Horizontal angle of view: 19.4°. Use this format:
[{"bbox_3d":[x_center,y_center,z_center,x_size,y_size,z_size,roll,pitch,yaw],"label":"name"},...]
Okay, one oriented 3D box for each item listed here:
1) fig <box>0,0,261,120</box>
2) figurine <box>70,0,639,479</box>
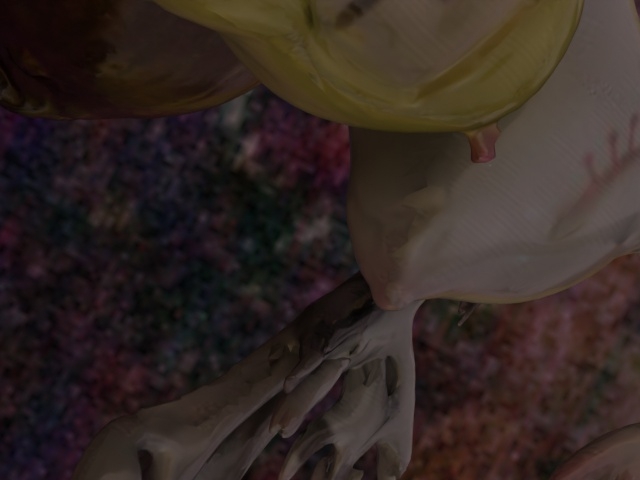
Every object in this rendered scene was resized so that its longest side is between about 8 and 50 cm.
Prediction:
[{"bbox_3d":[-0.086,-0.139,0.827,0.205,0.205,0.205,-54,161,-28],"label":"fig"},{"bbox_3d":[-0.007,-0.004,0.442,0.316,0.206,0.284,38,66,-32],"label":"figurine"}]
